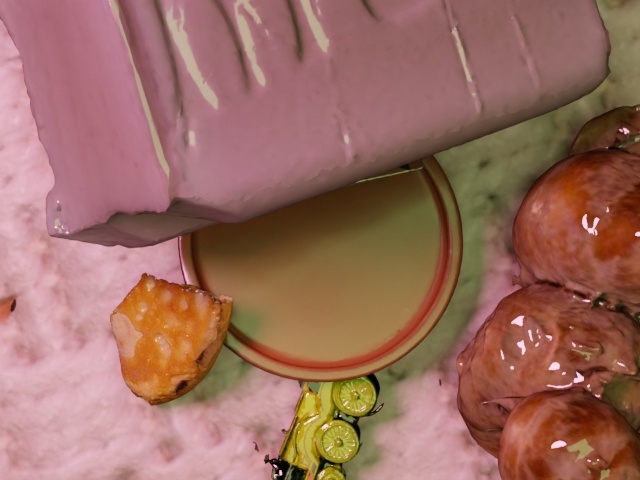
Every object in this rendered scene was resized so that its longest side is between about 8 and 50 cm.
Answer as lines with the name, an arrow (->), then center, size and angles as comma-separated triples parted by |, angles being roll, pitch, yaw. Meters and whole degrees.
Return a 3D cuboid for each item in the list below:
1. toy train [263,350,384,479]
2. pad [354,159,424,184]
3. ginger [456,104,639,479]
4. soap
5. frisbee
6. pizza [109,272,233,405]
toy train -> -0.016, 0.225, 1.627 | 0.085, 0.053, 0.250 | 19, 93, 2
pad -> -0.010, -0.160, 1.603 | 0.158, 0.003, 0.235 | -12, 87, -4
ginger -> 0.230, 0.061, 1.559 | 0.176, 0.256, 0.375 | 19, 79, -11
soap -> -0.026, -0.208, 1.441 | 0.435, 0.213, 0.350 | -17, 92, -29
frisbee -> 0.000, 0.000, 1.602 | 0.250, 0.021, 0.251 | 1, 82, -4
pizza -> -0.129, 0.079, 1.582 | 0.099, 0.035, 0.160 | 51, 129, 15
